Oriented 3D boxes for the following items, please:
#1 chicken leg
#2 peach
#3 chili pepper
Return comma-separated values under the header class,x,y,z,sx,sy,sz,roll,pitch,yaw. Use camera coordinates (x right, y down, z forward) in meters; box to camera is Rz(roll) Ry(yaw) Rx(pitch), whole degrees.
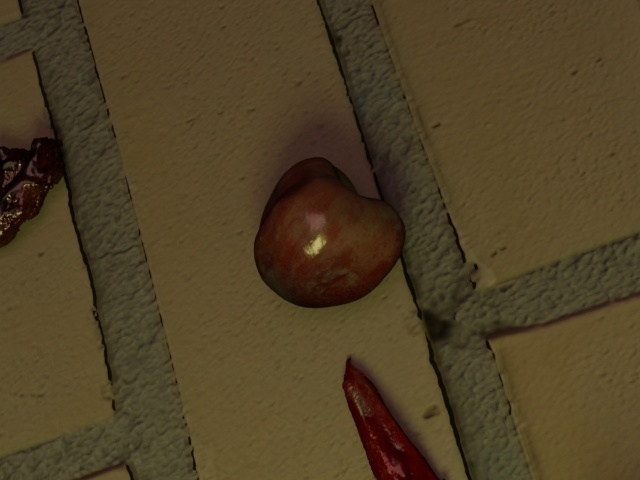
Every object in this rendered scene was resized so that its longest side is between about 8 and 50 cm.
class,x,y,z,sx,sy,sz,roll,pitch,yaw
chicken leg,-0.366,-0.034,1.429,0.089,0.048,0.219,41,86,21
peach,0.000,0.000,1.312,0.152,0.152,0.152,-3,75,11
chili pepper,0.083,0.230,1.268,0.059,0.050,0.268,-34,70,17
